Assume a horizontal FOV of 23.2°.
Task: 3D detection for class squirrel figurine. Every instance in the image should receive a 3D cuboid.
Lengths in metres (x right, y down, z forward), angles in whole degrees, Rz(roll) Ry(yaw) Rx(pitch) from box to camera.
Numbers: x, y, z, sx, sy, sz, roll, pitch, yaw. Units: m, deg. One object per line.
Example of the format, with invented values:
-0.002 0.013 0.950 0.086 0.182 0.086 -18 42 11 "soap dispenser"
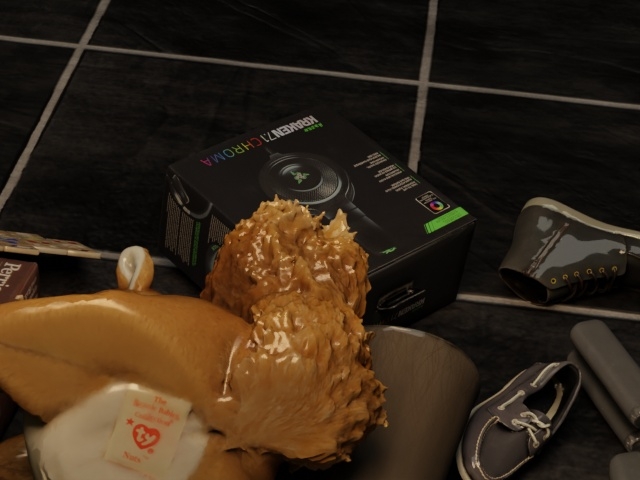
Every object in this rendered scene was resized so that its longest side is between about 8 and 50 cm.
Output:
-0.128 0.125 1.448 0.397 0.281 0.370 -18 9 -3 "squirrel figurine"

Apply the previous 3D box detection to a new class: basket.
0.039 0.212 1.481 0.204 0.154 0.227 -5 37 17 "basket"

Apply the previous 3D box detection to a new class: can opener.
0.317 0.186 1.607 0.093 0.074 0.280 -6 36 -13 "can opener"

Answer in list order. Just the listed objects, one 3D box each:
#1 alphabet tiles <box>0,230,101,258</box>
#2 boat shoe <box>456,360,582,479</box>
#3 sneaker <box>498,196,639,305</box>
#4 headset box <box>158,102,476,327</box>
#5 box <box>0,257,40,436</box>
-0.374 -0.002 1.748 0.237 0.009 0.198 7 4 -23 "alphabet tiles"
0.205 0.182 1.586 0.075 0.065 0.206 55 41 -4 "boat shoe"
0.322 0.044 1.826 0.222 0.083 0.118 21 57 12 "sneaker"
0.000 0.000 1.771 0.246 0.131 0.283 -24 51 -35 "headset box"
-0.496 0.097 1.597 0.381 0.143 0.191 9 35 4 "box"
